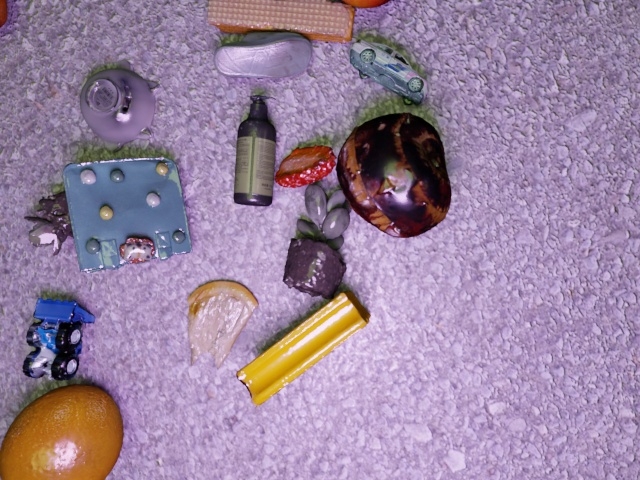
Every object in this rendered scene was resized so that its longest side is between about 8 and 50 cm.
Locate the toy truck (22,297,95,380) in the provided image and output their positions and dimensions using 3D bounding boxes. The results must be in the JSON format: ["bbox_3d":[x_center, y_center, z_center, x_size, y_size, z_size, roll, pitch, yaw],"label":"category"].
[{"bbox_3d":[-0.685,0.257,1.066,0.113,0.126,0.207,4,87,5],"label":"toy truck"}]

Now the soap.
[{"bbox_3d":[-0.032,0.253,0.976,0.325,0.204,0.096,-38,78,3],"label":"soap"}]

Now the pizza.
[{"bbox_3d":[-0.288,0.226,1.078,0.181,0.034,0.261,24,93,3],"label":"pizza"}]

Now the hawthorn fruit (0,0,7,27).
[{"bbox_3d":[-0.956,-0.644,1.021,0.208,0.243,0.207,2,104,9],"label":"hawthorn fruit"}]

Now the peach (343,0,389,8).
[{"bbox_3d":[0.121,-0.682,0.959,0.244,0.199,0.243,-18,51,23],"label":"peach"}]

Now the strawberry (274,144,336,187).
[{"bbox_3d":[-0.030,-0.172,0.995,0.082,0.188,0.121,48,60,-35],"label":"strawberry"}]

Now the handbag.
[{"bbox_3d":[-0.470,-0.073,1.000,0.269,0.100,0.273,-10,87,-29],"label":"handbag"}]

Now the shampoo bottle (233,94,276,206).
[{"bbox_3d":[-0.165,-0.231,1.031,0.101,0.101,0.283,3,91,5],"label":"shampoo bottle"}]

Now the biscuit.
[{"bbox_3d":[-0.101,-0.579,1.045,0.379,0.054,0.094,7,92,4],"label":"biscuit"}]

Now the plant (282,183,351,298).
[{"bbox_3d":[0.001,0.002,1.000,0.149,0.146,0.274,4,75,34],"label":"plant"}]

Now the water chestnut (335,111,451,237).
[{"bbox_3d":[0.160,-0.141,0.945,0.300,0.300,0.299,0,90,5],"label":"water chestnut"}]

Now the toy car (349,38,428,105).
[{"bbox_3d":[0.177,-0.425,1.008,0.224,0.090,0.076,32,87,4],"label":"toy car"}]

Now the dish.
[{"bbox_3d":[-0.545,-0.372,1.068,0.228,0.086,0.236,-14,90,5],"label":"dish"}]

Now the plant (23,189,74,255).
[{"bbox_3d":[-0.662,-0.061,1.058,0.203,0.131,0.142,-41,91,5],"label":"plant"}]

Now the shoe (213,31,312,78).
[{"bbox_3d":[-0.150,-0.483,1.039,0.251,0.103,0.100,-10,46,-8],"label":"shoe"}]

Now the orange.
[{"bbox_3d":[-0.630,0.499,0.994,0.275,0.274,0.274,0,90,5],"label":"orange"}]
